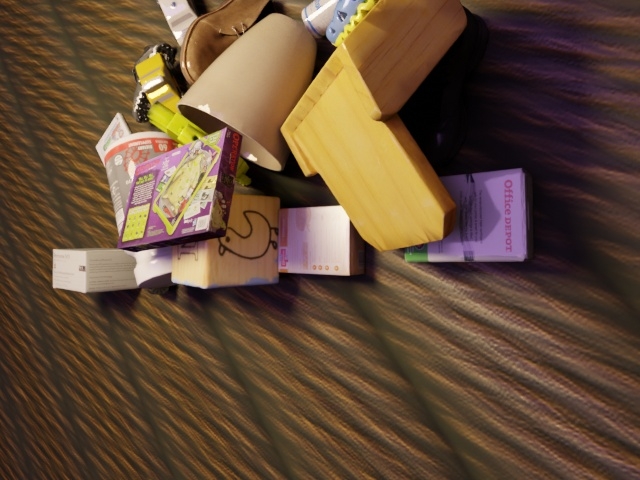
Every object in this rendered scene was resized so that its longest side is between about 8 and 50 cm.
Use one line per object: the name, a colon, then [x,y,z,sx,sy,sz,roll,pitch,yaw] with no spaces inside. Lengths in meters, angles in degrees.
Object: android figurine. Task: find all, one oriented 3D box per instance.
android figurine: [-0.278,-0.218,1.112,0.056,0.273,0.248,-55,19,-5]

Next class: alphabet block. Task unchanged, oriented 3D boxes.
alphabet block: [-0.217,0.000,1.070,0.193,0.192,0.197,0,91,50]

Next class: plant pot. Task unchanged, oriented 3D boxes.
plant pot: [-0.126,-0.333,1.018,0.256,0.256,0.274,26,85,32]

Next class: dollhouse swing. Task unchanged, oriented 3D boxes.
dollhouse swing: [0.133,-0.201,0.811,0.305,0.347,0.315,41,73,-9]

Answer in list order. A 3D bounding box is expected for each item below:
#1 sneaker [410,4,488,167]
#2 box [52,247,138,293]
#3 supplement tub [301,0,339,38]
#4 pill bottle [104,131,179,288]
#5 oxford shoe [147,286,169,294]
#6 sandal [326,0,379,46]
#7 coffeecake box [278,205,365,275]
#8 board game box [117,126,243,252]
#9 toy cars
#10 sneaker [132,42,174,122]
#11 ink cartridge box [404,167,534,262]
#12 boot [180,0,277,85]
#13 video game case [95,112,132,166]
sneaker: [0.209,-0.274,0.842,0.109,0.130,0.286,14,99,31]
box: [-0.658,0.083,1.397,0.181,0.182,0.119,1,91,35]
supplement tub: [0.020,-0.490,1.008,0.107,0.071,0.071,-23,77,32]
pill bottle: [-0.415,-0.074,1.214,0.210,0.210,0.363,-24,76,32]
oxford shoe: [-0.470,0.038,1.333,0.096,0.083,0.227,-9,75,53]
sandal: [0.098,-0.516,0.882,0.138,0.126,0.317,42,125,7]
coffeecake box: [0.000,0.000,1.017,0.185,0.068,0.142,0,90,34]
board game box: [-0.300,-0.091,0.975,0.347,0.056,0.208,-7,74,42]
toy cars: [-0.400,-0.507,1.244,0.176,0.087,0.393,16,97,5]
sneaker: [-0.497,-0.455,1.359,0.106,0.078,0.234,26,100,35]
ink cartridge box: [0.259,-0.037,0.830,0.208,0.087,0.153,-1,88,35]
boot: [-0.204,-0.465,1.066,0.115,0.112,0.305,11,57,28]
video game case: [-0.644,-0.296,1.489,0.157,0.019,0.143,-43,67,26]
